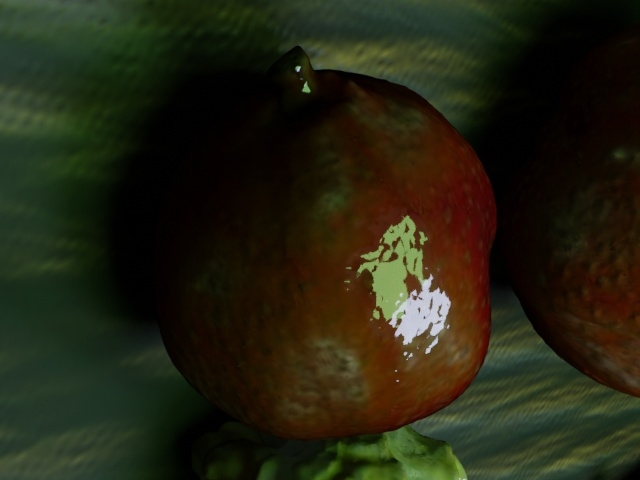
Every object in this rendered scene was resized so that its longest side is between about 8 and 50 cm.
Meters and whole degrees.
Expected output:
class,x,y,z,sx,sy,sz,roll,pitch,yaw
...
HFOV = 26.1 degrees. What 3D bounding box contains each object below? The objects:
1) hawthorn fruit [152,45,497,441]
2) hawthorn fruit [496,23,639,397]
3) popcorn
class,x,y,z,sx,sy,sz,roll,pitch,yaw
hawthorn fruit,0.000,0.000,0.638,0.169,0.169,0.188,-42,142,-25
hawthorn fruit,0.267,-0.005,0.843,0.254,0.300,0.254,-30,132,-40
popcorn,0.009,0.143,0.758,0.162,0.141,0.135,-54,144,-26
